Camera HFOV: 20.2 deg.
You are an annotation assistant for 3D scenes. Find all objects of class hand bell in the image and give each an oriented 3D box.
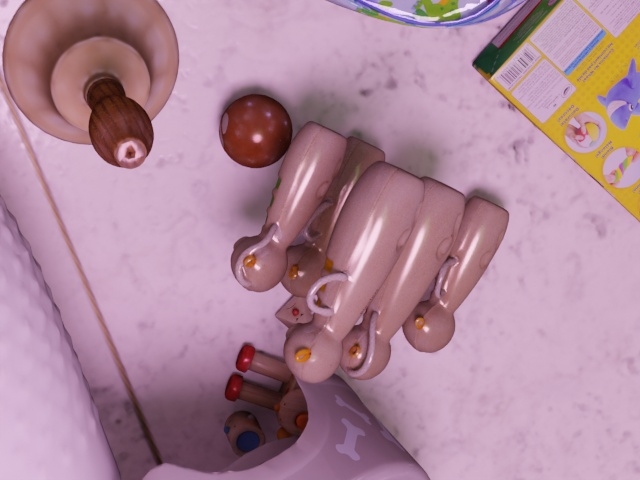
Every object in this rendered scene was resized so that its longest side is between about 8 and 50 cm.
[{"bbox_3d":[-0.140,-0.089,1.175,0.126,0.242,0.126,-4,110,-11],"label":"hand bell"}]

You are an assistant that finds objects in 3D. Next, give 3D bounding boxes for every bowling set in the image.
[{"bbox_3d":[0.000,0.000,1.297,0.200,0.287,0.154,28,95,24],"label":"bowling set"}]

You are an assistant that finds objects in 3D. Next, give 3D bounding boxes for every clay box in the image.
[{"bbox_3d":[0.236,-0.104,1.355,0.222,0.053,0.127,40,97,-23],"label":"clay box"}]

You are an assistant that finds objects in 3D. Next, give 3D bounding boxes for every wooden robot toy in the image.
[{"bbox_3d":[-0.030,0.129,1.364,0.076,0.079,0.173,16,104,-17],"label":"wooden robot toy"}]

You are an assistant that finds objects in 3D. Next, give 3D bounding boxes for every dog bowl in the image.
[{"bbox_3d":[-0.049,0.264,1.281,0.349,0.102,0.349,-40,148,-31],"label":"dog bowl"}]

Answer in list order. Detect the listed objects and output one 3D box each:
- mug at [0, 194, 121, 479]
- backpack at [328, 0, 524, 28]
[{"bbox_3d":[-0.354,0.080,1.161,0.374,0.276,0.328,-23,104,-17],"label":"mug"},{"bbox_3d":[0.012,-0.284,1.157,0.355,0.273,0.290,34,94,-32],"label":"backpack"}]
